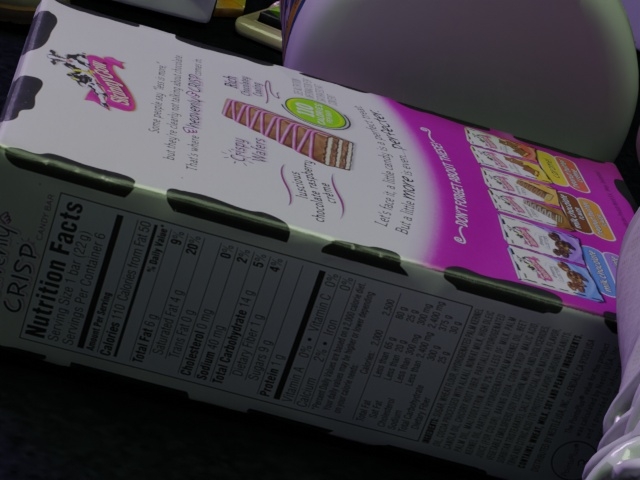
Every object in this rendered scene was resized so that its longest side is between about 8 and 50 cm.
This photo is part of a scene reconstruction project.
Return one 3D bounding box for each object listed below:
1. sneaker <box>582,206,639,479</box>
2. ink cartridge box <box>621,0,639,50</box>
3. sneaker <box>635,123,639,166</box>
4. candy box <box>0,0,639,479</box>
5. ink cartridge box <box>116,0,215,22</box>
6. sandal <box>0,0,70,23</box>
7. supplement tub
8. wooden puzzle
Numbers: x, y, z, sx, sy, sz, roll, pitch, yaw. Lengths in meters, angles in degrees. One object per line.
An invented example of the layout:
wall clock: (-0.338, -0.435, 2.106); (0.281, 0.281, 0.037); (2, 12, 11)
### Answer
sneaker: (0.106, 0.065, 0.409); (0.118, 0.110, 0.292); (18, 33, -15)
ink cartridge box: (0.277, -0.175, 1.266); (0.127, 0.072, 0.175); (32, 25, 32)
sneaker: (0.206, 0.038, 0.642); (0.234, 0.078, 0.106); (40, 29, -4)
candy box: (0.000, 0.000, 0.606); (0.233, 0.071, 0.159); (16, 22, -9)
ink cartridge box: (-0.118, -0.195, 0.990); (0.115, 0.067, 0.198); (12, 22, -16)
sandal: (-0.203, -0.150, 0.834); (0.180, 0.049, 0.072); (17, 21, -5)
supplement tub: (0.054, -0.094, 0.781); (0.144, 0.144, 0.200); (16, 21, -8)
wooden puzzle: (-0.007, -0.115, 0.963); (0.116, 0.014, 0.078); (20, 21, 3)
